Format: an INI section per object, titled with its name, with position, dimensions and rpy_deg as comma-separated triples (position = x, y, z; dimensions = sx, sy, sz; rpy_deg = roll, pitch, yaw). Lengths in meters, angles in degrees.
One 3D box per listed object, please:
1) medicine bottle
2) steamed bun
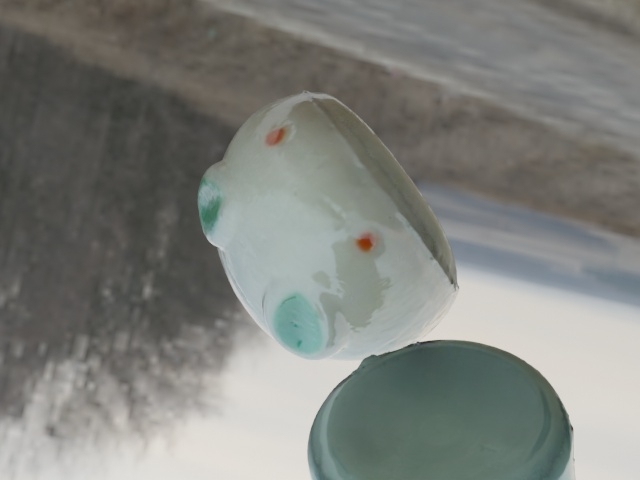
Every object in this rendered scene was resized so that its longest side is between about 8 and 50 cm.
[medicine bottle]
position = 0.074, 0.176, 0.983
dimensions = 0.139, 0.225, 0.139
rpy_deg = -6, -141, 5
[steamed bun]
position = 0.000, 0.000, 1.159
dimensions = 0.177, 0.131, 0.228
rpy_deg = 53, 178, 12
